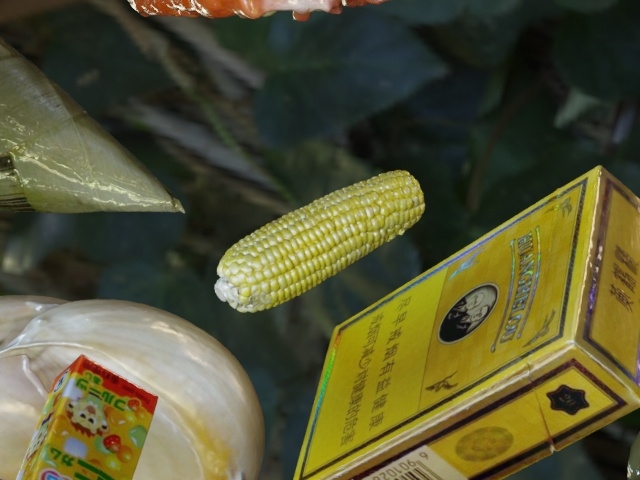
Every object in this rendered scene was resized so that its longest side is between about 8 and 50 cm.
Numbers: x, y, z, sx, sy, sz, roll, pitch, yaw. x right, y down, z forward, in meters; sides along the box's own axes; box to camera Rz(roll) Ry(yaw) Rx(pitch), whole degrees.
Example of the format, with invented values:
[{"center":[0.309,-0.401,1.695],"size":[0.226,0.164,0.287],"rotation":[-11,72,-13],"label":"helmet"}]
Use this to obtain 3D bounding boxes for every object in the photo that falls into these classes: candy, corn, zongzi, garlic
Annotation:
[{"center":[-0.148,0.135,1.209],"size":[0.038,0.062,0.122],"rotation":[-44,21,43],"label":"candy"},{"center":[0.000,0.000,1.671],"size":[0.067,0.206,0.067],"rotation":[51,158,31],"label":"corn"},{"center":[-0.271,-0.124,1.501],"size":[0.145,0.300,0.274],"rotation":[-65,-27,-24],"label":"zongzi"},{"center":[-0.208,0.160,1.773],"size":[0.249,0.313,0.286],"rotation":[-39,17,-17],"label":"garlic"}]

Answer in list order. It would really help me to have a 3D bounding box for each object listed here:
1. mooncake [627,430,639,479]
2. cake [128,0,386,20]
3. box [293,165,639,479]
[{"center":[0.534,0.304,1.927],"size":[0.262,0.467,0.467],"rotation":[-48,35,33],"label":"mooncake"},{"center":[-0.018,-0.324,1.589],"size":[0.269,0.320,0.270],"rotation":[10,114,60],"label":"cake"},{"center":[0.118,0.093,1.480],"size":[0.301,0.084,0.193],"rotation":[-34,28,37],"label":"box"}]
